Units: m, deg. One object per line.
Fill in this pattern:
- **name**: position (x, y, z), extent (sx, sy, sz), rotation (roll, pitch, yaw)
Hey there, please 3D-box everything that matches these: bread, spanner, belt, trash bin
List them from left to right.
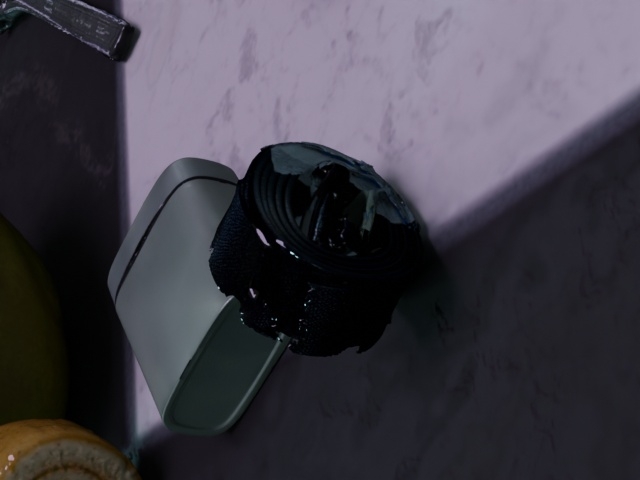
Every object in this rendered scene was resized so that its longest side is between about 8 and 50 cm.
- **bread**: position (-0.179, 0.186, 1.017), extent (0.073, 0.122, 0.149), rotation (16, 90, 61)
- **spanner**: position (-0.220, -0.195, 1.320), extent (0.325, 0.026, 0.093), rotation (31, 103, 55)
- **trash bin**: position (-0.073, 0.033, 0.975), extent (0.116, 0.059, 0.130), rotation (-59, 37, 27)
- **belt**: position (0.000, 0.000, 0.829), extent (0.140, 0.105, 0.058), rotation (-82, 18, -61)

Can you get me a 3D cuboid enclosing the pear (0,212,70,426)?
- **pear**: position (-0.300, 0.094, 1.123), extent (0.269, 0.269, 0.321), rotation (-31, 61, 47)
